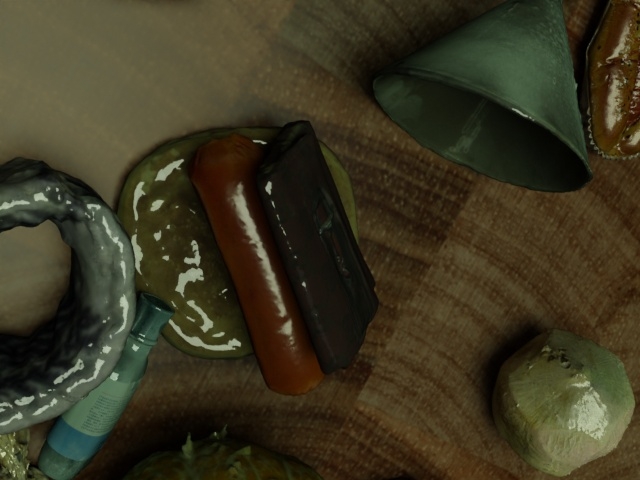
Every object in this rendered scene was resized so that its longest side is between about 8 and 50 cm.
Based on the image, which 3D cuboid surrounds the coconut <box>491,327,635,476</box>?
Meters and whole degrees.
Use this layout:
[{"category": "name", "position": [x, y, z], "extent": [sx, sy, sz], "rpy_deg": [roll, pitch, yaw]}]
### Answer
[{"category": "coconut", "position": [0.324, 0.213, 1.064], "extent": [0.194, 0.194, 0.194], "rpy_deg": [-6, 104, -23]}]

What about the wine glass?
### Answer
[{"category": "wine glass", "position": [0.262, -0.285, 0.884], "extent": [0.267, 0.267, 0.406], "rpy_deg": [30, 86, -27]}]

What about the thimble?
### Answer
[{"category": "thimble", "position": [-0.294, 0.045, 0.761], "extent": [0.217, 0.157, 0.245], "rpy_deg": [26, 91, -29]}]

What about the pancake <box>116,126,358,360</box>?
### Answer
[{"category": "pancake", "position": [-0.083, 0.004, 0.904], "extent": [0.294, 0.049, 0.294], "rpy_deg": [-6, 106, -23]}]

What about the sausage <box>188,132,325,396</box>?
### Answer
[{"category": "sausage", "position": [-0.058, 0.033, 0.849], "extent": [0.089, 0.083, 0.300], "rpy_deg": [-18, 109, 0]}]

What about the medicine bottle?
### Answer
[{"category": "medicine bottle", "position": [-0.226, 0.154, 0.846], "extent": [0.053, 0.090, 0.208], "rpy_deg": [31, 93, 3]}]

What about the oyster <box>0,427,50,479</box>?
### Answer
[{"category": "oyster", "position": [-0.367, 0.241, 0.827], "extent": [0.163, 0.081, 0.191], "rpy_deg": [-31, 131, 11]}]

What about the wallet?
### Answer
[{"category": "wallet", "position": [0.000, 0.000, 0.830], "extent": [0.049, 0.182, 0.229], "rpy_deg": [-13, 114, 21]}]

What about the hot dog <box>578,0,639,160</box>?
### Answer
[{"category": "hot dog", "position": [0.416, -0.239, 1.058], "extent": [0.144, 0.075, 0.268], "rpy_deg": [6, 102, -28]}]

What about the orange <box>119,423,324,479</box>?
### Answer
[{"category": "orange", "position": [-0.117, 0.375, 0.864], "extent": [0.329, 0.249, 0.329], "rpy_deg": [-8, 113, -20]}]
